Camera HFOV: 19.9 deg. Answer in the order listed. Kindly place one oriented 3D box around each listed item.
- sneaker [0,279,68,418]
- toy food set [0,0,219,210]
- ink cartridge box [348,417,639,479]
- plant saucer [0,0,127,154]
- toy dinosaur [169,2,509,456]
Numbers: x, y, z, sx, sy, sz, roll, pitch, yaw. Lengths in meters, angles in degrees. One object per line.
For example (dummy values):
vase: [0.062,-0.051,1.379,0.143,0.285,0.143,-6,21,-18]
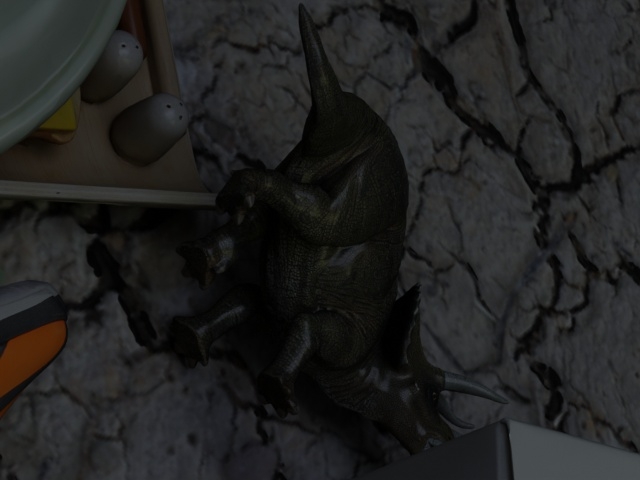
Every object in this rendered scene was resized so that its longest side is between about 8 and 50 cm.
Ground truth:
sneaker: [-0.222,0.157,0.865,0.321,0.124,0.180,-36,99,-33]
toy food set: [-0.160,-0.162,1.067,0.220,0.092,0.306,1,69,-40]
ink cartridge box: [0.148,0.219,1.061,0.307,0.223,0.129,18,59,-33]
plant saucer: [-0.269,-0.220,0.934,0.400,0.100,0.400,9,68,-23]
toy dinosaur: [0.000,0.000,1.076,0.160,0.121,0.313,-29,119,-39]
